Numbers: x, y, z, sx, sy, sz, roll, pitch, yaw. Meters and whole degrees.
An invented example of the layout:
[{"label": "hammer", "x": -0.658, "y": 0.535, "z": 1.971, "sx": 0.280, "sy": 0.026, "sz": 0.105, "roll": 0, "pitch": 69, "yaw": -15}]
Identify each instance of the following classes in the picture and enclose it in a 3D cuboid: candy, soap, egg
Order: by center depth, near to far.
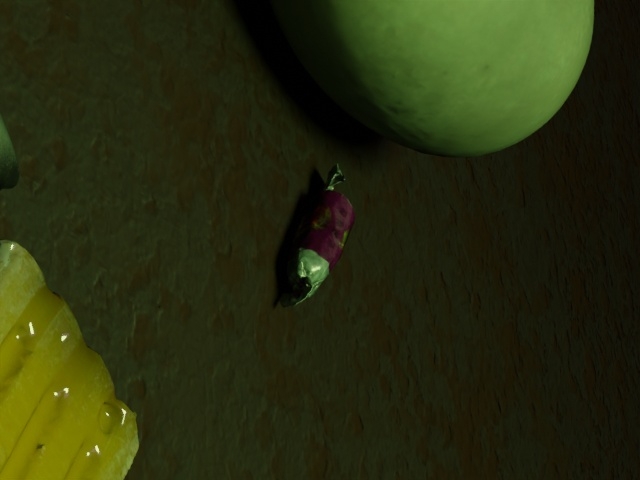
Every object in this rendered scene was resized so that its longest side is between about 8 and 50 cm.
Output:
[{"label": "soap", "x": -0.193, "y": 0.138, "z": 0.943, "sx": 0.160, "sy": 0.080, "sz": 0.257, "roll": 62, "pitch": 30, "yaw": -27}, {"label": "candy", "x": 0.000, "y": 0.000, "z": 1.457, "sx": 0.043, "sy": 0.045, "sz": 0.175, "roll": 32, "pitch": 41, "yaw": -10}, {"label": "egg", "x": 0.092, "y": -0.215, "z": 1.499, "sx": 0.352, "sy": 0.258, "sz": 0.258, "roll": 38, "pitch": 45, "yaw": -46}]

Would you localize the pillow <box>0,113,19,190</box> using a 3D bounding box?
[{"label": "pillow", "x": -0.253, "y": -0.115, "z": 0.913, "sx": 0.249, "sy": 0.106, "sz": 0.186, "roll": 68, "pitch": 26, "yaw": -9}]
